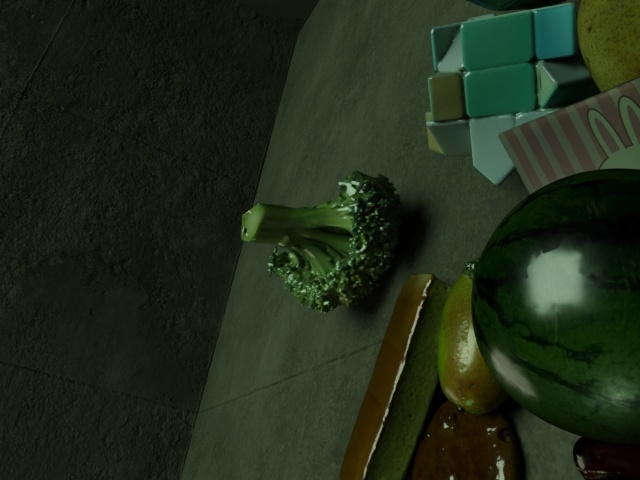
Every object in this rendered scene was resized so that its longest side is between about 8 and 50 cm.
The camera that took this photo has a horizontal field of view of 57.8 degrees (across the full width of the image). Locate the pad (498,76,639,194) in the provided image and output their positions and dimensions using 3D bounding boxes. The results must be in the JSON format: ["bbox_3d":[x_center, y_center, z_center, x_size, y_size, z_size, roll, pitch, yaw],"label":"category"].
[{"bbox_3d":[0.318,-0.058,0.565,0.005,0.202,0.300,-35,8,-22],"label":"pad"}]

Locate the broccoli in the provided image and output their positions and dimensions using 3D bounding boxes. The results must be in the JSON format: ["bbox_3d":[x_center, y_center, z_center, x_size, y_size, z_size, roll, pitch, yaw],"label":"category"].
[{"bbox_3d":[0.016,0.016,1.156,0.375,0.302,0.249,-31,80,54],"label":"broccoli"}]

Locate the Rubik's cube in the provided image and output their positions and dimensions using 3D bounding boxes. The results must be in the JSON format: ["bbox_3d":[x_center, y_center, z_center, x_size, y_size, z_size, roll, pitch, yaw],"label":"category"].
[{"bbox_3d":[0.269,-0.202,0.791,0.224,0.265,0.213,-41,-56,-58],"label":"Rubik's cube"}]

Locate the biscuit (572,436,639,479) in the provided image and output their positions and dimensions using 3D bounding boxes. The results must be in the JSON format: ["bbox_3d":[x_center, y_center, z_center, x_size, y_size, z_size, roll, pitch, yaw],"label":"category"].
[{"bbox_3d":[0.269,0.285,0.484,0.151,0.063,0.235,-25,50,64],"label":"biscuit"}]

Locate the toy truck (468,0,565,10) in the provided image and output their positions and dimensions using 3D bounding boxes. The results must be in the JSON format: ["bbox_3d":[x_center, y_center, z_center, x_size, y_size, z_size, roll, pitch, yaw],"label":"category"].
[{"bbox_3d":[0.315,-0.419,0.807,0.155,0.279,0.156,-11,93,63],"label":"toy truck"}]

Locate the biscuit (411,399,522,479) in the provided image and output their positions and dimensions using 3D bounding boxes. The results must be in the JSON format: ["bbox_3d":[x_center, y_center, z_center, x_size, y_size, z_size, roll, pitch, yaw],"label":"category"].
[{"bbox_3d":[0.178,0.305,0.750,0.212,0.036,0.212,-55,22,35],"label":"biscuit"}]

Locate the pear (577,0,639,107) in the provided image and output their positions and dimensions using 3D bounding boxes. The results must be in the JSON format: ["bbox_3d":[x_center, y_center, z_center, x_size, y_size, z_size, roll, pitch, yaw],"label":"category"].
[{"bbox_3d":[0.361,-0.211,0.538,0.211,0.188,0.228,-41,65,62],"label":"pear"}]

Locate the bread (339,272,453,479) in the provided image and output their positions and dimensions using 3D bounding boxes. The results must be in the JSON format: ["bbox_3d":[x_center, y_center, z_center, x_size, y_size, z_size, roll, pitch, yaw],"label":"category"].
[{"bbox_3d":[0.120,0.230,0.889,0.138,0.077,0.361,148,142,-83],"label":"bread"}]

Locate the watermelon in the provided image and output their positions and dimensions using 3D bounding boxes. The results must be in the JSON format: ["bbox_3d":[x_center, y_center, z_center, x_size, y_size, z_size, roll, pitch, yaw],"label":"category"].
[{"bbox_3d":[0.252,0.053,0.501,0.242,0.242,0.242,-53,24,37],"label":"watermelon"}]

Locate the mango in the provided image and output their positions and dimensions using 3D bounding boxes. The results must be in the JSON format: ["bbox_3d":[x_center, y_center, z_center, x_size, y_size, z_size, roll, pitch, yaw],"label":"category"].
[{"bbox_3d":[0.216,0.108,0.752,0.125,0.111,0.233,-16,41,52],"label":"mango"}]
